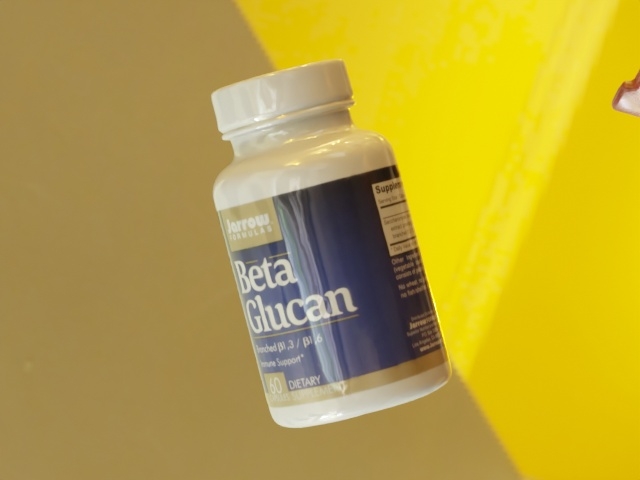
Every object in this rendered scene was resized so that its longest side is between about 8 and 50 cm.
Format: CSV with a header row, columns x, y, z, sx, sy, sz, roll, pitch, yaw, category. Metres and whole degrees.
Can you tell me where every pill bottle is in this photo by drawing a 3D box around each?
x,y,z,sx,sy,sz,roll,pitch,yaw,category
0.000,0.000,0.892,0.094,0.094,0.169,-17,-87,-62,pill bottle

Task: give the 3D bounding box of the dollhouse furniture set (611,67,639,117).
x,y,z,sx,sy,sz,roll,pitch,yaw,category
0.297,-0.233,0.910,0.201,0.152,0.374,-71,3,-50,dollhouse furniture set
